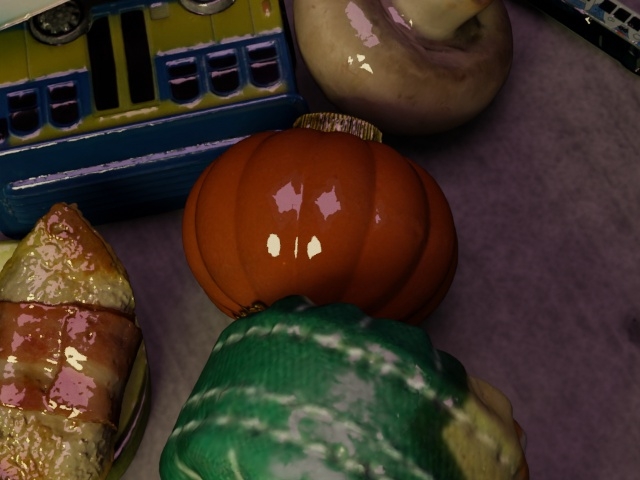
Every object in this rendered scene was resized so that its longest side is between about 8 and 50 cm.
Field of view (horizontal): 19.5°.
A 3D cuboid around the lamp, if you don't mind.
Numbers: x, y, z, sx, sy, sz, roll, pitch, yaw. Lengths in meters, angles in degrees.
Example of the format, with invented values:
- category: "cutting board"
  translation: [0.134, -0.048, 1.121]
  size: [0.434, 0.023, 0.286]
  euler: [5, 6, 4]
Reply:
- category: "lamp"
  translation: [0.000, 0.000, 1.482]
  size: [0.223, 0.223, 0.197]
  euler: [6, 73, 10]

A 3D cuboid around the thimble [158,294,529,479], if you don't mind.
- category: "thimble"
  translation: [0.012, 0.173, 1.365]
  size: [0.254, 0.288, 0.167]
  euler: [33, 64, -8]

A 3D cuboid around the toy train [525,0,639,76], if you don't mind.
- category: "toy train"
  translation: [0.228, -0.210, 1.663]
  size: [0.207, 0.043, 0.047]
  euler: [36, 69, 22]

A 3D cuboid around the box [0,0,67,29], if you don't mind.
- category: "box"
  translation: [-0.223, -0.262, 1.649]
  size: [0.265, 0.048, 0.273]
  euler: [-23, 22, -7]

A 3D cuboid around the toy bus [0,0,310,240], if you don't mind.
- category: "toy bus"
  translation: [-0.156, -0.119, 1.608]
  size: [0.287, 0.138, 0.175]
  euler: [-12, 60, 1]

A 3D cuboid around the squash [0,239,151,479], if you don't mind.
- category: "squash"
  translation: [-0.260, 0.122, 1.550]
  size: [0.252, 0.049, 0.252]
  euler: [-2, 61, 3]

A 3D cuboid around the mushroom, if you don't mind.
- category: "mushroom"
  translation: [0.084, -0.195, 1.575]
  size: [0.204, 0.204, 0.204]
  euler: [-3, 62, 5]

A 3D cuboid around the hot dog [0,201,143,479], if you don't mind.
- category: "hot dog"
  translation: [-0.210, 0.101, 1.480]
  size: [0.123, 0.093, 0.262]
  euler: [13, 79, -1]
